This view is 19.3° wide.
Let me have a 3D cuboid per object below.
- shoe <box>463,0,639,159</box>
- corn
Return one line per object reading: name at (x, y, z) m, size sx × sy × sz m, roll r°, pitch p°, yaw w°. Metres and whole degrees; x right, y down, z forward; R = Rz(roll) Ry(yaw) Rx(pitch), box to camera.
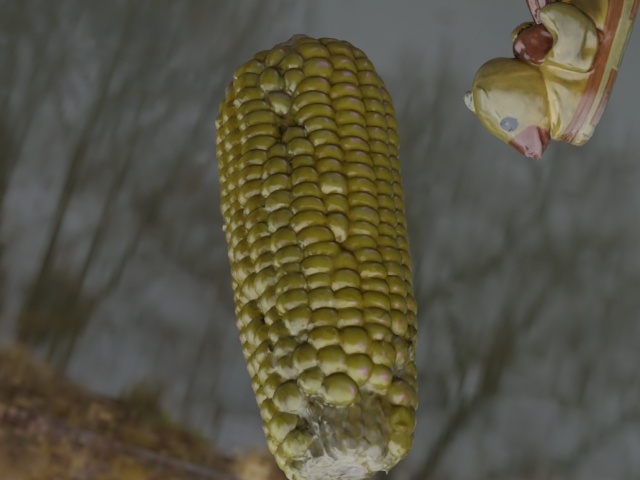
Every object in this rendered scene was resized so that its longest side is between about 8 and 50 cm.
shoe at (0.120, -0.101, 0.969) m, size 0.069 × 0.109 × 0.072 m, roll 24°, pitch -163°, yaw -3°
corn at (0.000, 0.000, 1.247) m, size 0.130 × 0.347 × 0.130 m, roll -6°, pitch 146°, yaw -4°
